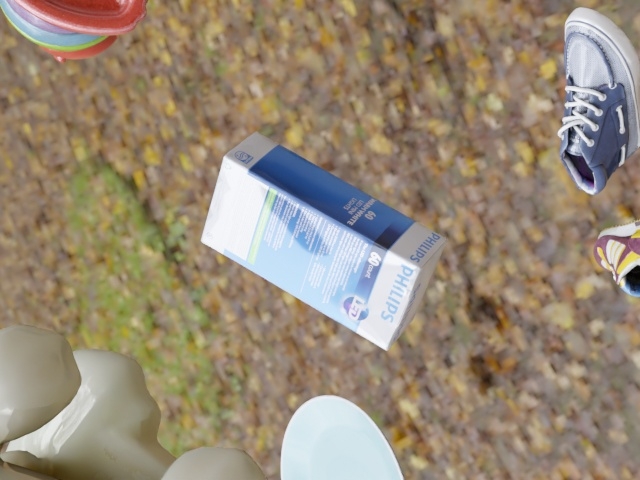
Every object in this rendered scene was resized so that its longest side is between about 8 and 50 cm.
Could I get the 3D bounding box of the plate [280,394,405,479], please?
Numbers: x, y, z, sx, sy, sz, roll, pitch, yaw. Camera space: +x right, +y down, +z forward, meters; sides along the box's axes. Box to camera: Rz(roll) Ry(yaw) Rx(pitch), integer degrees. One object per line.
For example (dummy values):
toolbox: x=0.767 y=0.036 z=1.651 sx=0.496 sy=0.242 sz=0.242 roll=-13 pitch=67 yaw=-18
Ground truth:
plate: x=0.028 y=0.241 z=1.290 sx=0.188 sy=0.024 sz=0.188 roll=11 pitch=104 yaw=49

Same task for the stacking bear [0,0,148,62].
stacking bear: x=-0.285 y=-0.285 z=1.524 sx=0.289 sy=0.164 sz=0.175 roll=144 pitch=125 yaw=-78

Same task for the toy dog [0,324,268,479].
toy dog: x=-0.185 y=0.229 z=0.682 sx=0.284 sy=0.395 sz=0.408 roll=42 pitch=-177 yaw=14

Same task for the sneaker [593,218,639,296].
sneaker: x=0.373 y=0.029 z=1.612 sx=0.070 sy=0.084 sz=0.185 roll=21 pitch=166 yaw=-5

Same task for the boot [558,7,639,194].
boot: x=0.257 y=-0.126 z=1.254 sx=0.069 sy=0.086 sz=0.190 roll=22 pitch=156 yaw=39

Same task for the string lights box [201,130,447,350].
string lights box: x=0.000 y=0.000 z=1.527 sx=0.260 sy=0.077 sz=0.133 roll=30 pitch=129 yaw=13
